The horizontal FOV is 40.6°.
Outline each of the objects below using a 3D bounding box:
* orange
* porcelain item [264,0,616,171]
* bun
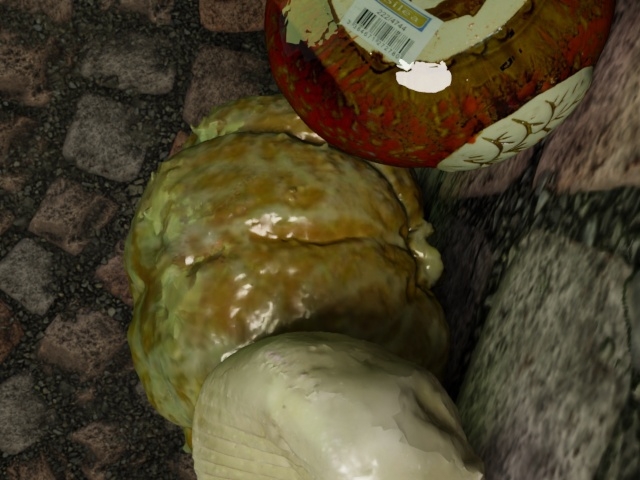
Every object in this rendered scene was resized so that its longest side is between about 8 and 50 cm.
[{"bbox_3d":[-0.053,0.040,0.723,0.271,0.210,0.368,-24,67,40],"label":"orange"},{"bbox_3d":[0.085,-0.159,0.647,0.253,0.253,0.252,-160,90,-84],"label":"porcelain item"},{"bbox_3d":[0.022,0.152,0.524,0.231,0.133,0.230,29,129,45],"label":"bun"}]
